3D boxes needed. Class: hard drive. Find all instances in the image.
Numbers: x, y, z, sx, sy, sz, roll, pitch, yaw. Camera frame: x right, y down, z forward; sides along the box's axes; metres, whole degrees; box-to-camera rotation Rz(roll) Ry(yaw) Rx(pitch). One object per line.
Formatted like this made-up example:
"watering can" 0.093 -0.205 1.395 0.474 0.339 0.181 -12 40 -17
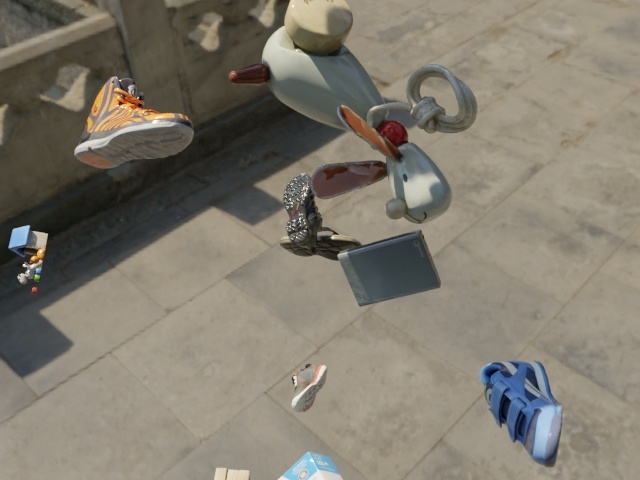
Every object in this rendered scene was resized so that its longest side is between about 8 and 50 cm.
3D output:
"hard drive" 0.105 0.043 0.992 0.135 0.094 0.022 -16 18 23

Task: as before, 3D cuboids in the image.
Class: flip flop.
"flip flop" 0.000 0.000 1.908 0.277 0.112 0.080 1 56 41

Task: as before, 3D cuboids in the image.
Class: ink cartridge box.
"ink cartridge box" -0.006 0.505 1.171 0.139 0.082 0.191 -45 46 7

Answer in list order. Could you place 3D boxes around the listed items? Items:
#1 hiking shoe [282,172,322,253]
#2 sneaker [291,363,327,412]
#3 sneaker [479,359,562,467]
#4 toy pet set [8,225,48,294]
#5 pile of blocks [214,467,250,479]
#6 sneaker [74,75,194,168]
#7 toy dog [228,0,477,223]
"hiking shoe" -0.044 -0.076 1.800 0.086 0.114 0.227 -11 60 23
"sneaker" -0.039 0.317 1.406 0.064 0.061 0.158 14 20 18
"sneaker" 0.180 0.153 0.588 0.059 0.053 0.144 9 15 3
"toy pet set" -0.570 0.031 1.257 0.065 0.122 0.114 12 61 -23
"pile of blocks" -0.140 0.522 1.059 0.112 0.149 0.362 2 16 1
"sneaker" -0.393 -0.268 1.368 0.321 0.124 0.180 -4 71 30
"toy dog" 0.014 -0.154 0.811 0.161 0.220 0.333 -33 60 -25
